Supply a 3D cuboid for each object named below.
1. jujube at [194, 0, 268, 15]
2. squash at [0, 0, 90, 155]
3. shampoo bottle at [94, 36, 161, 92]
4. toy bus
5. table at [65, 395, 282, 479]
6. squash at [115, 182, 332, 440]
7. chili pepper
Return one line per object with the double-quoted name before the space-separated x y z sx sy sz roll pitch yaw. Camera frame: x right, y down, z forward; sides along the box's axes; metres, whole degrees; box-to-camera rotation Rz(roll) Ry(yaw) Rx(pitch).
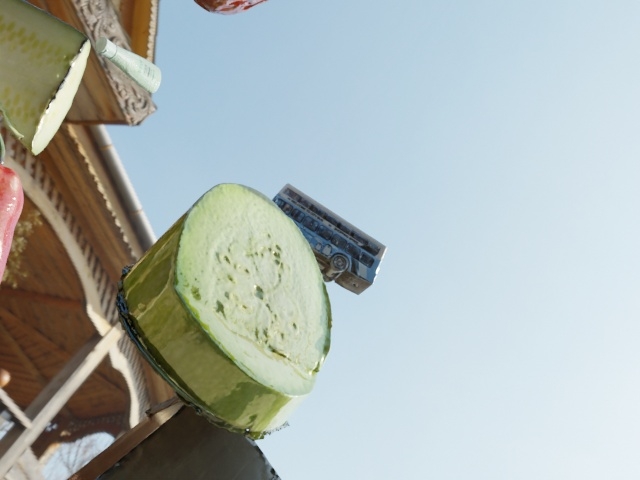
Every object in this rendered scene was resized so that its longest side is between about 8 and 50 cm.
"jujube" -0.132 -0.486 0.926 0.155 0.230 0.155 52 -21 30
"squash" -0.444 -0.235 0.663 0.252 0.169 0.093 25 -9 -16
"shampoo bottle" -0.447 -0.415 1.242 0.041 0.069 0.190 10 -5 21
"toy bus" 0.000 0.000 1.228 0.297 0.131 0.106 33 -29 -3
"table" -0.172 0.284 0.543 0.172 0.193 0.169 -34 -88 41
"squash" -0.068 0.068 0.495 0.133 0.220 0.220 -39 -72 14
"chili pepper" -0.351 -0.002 0.544 0.063 0.272 0.071 -18 -26 32
